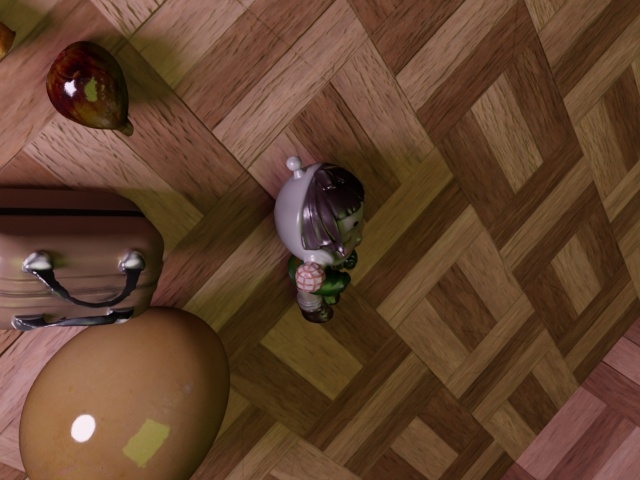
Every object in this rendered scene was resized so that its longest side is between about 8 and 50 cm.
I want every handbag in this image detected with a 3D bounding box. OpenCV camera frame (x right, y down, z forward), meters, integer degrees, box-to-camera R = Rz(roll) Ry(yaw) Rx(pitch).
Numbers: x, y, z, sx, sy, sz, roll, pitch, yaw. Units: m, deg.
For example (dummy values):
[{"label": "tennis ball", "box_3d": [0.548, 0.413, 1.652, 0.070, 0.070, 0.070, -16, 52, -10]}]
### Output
[{"label": "handbag", "box_3d": [-0.365, 0.035, 1.131, 0.301, 0.283, 0.149, 2, 117, -41]}]

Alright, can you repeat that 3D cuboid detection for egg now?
[{"label": "egg", "box_3d": [-0.316, 0.276, 1.317, 0.374, 0.301, 0.301, -55, 137, -8]}]

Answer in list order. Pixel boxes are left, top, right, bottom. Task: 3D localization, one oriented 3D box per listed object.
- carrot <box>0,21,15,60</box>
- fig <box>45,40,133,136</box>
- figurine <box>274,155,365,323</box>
[{"label": "carrot", "box_3d": [-0.484, -0.290, 0.988, 0.205, 0.072, 0.072, 35, 92, -39]}, {"label": "fig", "box_3d": [-0.317, -0.207, 1.147, 0.109, 0.103, 0.154, -36, 130, 15]}, {"label": "figurine", "box_3d": [0.000, 0.000, 1.515, 0.370, 0.167, 0.281, 90, 20, -45]}]
